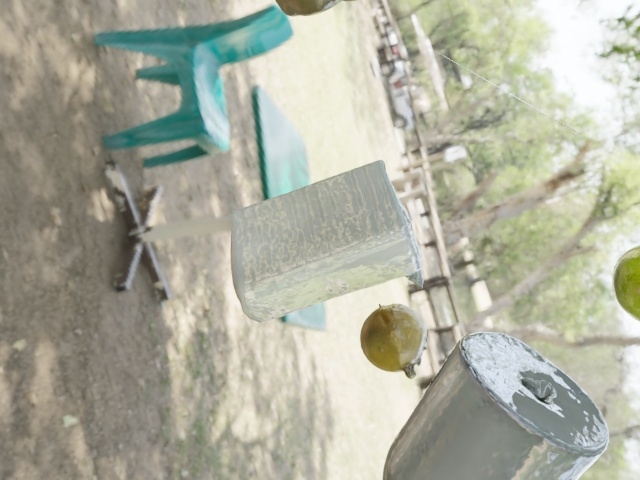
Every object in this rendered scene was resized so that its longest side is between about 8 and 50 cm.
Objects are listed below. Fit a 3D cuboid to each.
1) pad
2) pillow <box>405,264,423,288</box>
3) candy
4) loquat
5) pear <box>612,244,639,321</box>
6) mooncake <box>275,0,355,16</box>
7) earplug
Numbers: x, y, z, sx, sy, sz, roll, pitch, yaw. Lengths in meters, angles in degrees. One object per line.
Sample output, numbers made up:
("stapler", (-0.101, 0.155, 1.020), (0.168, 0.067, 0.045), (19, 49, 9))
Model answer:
("pad", (0.420, -0.315, 2.007), (0.315, 0.063, 0.375), (12, 23, -48))
("pillow", (0.155, 0.006, 1.900), (0.229, 0.050, 0.148), (35, 42, -47))
("candy", (0.000, 0.001, 1.690), (0.145, 0.358, 0.208), (60, 14, -61))
("loquat", (0.186, 0.248, 2.142), (0.149, 0.172, 0.204), (12, 43, -53))
("pear", (0.694, 0.091, 1.737), (0.219, 0.187, 0.187), (18, -46, 63))
("mooncake", (0.074, -0.508, 1.447), (0.378, 0.378, 0.201), (-74, 141, -71))
("earplug", (0.291, 0.407, 1.621), (0.312, 0.394, 0.312), (26, 24, -12))
